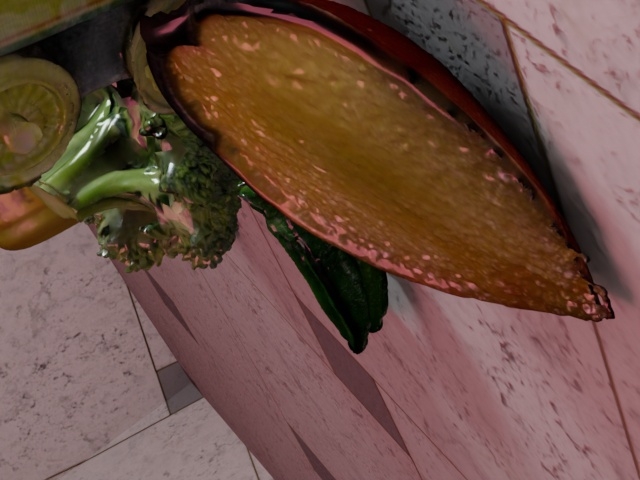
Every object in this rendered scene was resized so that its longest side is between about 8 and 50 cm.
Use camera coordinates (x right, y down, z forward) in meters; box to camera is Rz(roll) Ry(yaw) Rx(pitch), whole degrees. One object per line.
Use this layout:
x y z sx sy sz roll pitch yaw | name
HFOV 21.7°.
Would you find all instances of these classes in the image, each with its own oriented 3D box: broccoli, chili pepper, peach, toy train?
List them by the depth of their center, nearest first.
0.038 -0.054 0.836 0.279 0.068 0.189 32 158 9 | peach
-0.147 -0.143 0.900 0.134 0.261 0.177 45 153 39 | toy train
0.000 0.000 1.217 0.122 0.065 0.279 39 167 44 | chili pepper
-0.160 -0.085 1.365 0.226 0.176 0.198 30 149 -19 | broccoli

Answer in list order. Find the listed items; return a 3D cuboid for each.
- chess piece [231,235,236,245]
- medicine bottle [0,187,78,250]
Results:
-0.153 -0.047 1.822 0.149 0.059 0.059 56 171 18 | chess piece
-0.308 -0.201 1.528 0.384 0.224 0.224 57 170 -13 | medicine bottle
